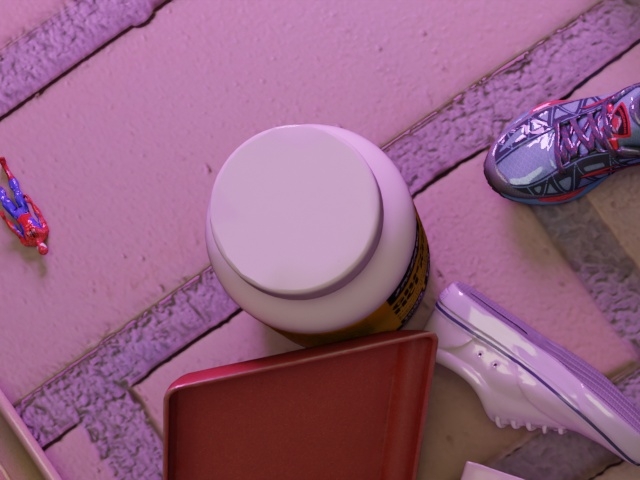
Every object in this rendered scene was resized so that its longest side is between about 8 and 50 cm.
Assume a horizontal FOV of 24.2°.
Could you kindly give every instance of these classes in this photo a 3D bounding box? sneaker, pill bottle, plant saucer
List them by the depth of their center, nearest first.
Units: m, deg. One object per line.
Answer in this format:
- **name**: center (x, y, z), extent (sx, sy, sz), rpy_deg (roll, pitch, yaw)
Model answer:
- **pill bottle**: center (0.000, 0.000, 1.375), extent (0.188, 0.334, 0.188), rpy_deg (-1, 81, 8)
- **plant saucer**: center (-0.029, 0.193, 1.384), extent (0.258, 0.259, 0.048), rpy_deg (-11, 40, -20)
- **sneaker**: center (0.209, 0.147, 1.459), extent (0.258, 0.094, 0.091), rpy_deg (37, 105, 16)
- **sneaker**: center (0.283, -0.114, 1.462), extent (0.262, 0.125, 0.104), rpy_deg (-18, 78, 4)

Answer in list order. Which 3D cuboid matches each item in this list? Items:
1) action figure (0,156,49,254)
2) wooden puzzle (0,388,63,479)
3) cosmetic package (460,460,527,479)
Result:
- **action figure**: center (-0.320, -0.033, 1.581), extent (0.038, 0.030, 0.115), rpy_deg (-33, 80, -4)
- **wooden puzzle**: center (-0.391, 0.358, 1.500), extent (0.348, 0.080, 0.322), rpy_deg (-37, 78, 1)
- **cosmetic package**: center (0.141, 0.373, 1.369), extent (0.113, 0.160, 0.309), rpy_deg (16, 76, 12)
